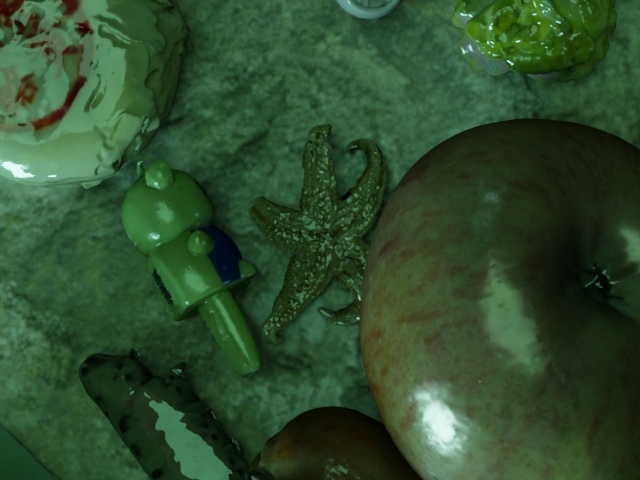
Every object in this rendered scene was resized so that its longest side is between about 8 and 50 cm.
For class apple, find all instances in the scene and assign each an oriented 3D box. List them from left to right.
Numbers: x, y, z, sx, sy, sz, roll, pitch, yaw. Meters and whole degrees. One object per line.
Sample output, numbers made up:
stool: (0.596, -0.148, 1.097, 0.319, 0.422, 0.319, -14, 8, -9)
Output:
apple: (0.187, 0.063, 1.478, 0.344, 0.269, 0.345, 0, 72, 0)

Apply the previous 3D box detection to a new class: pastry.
pastry: (-0.251, -0.167, 1.674, 0.264, 0.133, 0.265, 0, 87, 8)

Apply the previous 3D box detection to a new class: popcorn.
popcorn: (0.192, -0.197, 1.589, 0.145, 0.125, 0.126, -14, 47, 48)

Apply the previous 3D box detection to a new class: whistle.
whistle: (-0.114, 0.023, 1.647, 0.085, 0.105, 0.227, -27, 80, -23)

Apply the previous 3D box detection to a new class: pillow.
pillow: (-0.126, 0.187, 1.656, 0.093, 0.051, 0.241, -40, 78, 11)

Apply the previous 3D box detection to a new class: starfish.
starfish: (-0.003, -0.001, 1.648, 0.150, 0.053, 0.210, 28, 93, 17)

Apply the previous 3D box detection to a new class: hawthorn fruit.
hawthorn fruit: (0.044, 0.262, 1.557, 0.251, 0.199, 0.199, 22, 90, -1)

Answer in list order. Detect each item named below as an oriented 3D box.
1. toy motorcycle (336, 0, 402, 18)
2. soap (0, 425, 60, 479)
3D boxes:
toy motorcycle: (0.111, -0.303, 1.637, 0.112, 0.112, 0.254, 40, 94, 12)
soap: (-0.384, 0.408, 1.635, 0.261, 0.156, 0.446, 41, 93, 11)
